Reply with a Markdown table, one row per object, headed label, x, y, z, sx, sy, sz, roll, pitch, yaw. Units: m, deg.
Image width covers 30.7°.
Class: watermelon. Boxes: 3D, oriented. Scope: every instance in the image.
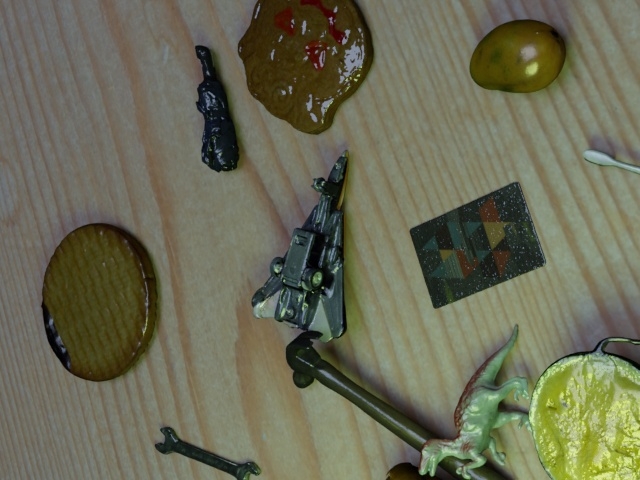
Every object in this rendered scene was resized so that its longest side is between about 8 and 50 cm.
| label | x | y | z | sx | sy | sz | roll | pitch | yaw |
| --- | --- | --- | --- | --- | --- | --- | --- | --- | --- |
| watermelon | 0.403 | 0.250 | 1.631 | 0.204 | 0.127 | 0.232 | -8 | 85 | 36 |

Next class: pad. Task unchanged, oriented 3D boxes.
| label | x | y | z | sx | sy | sz | roll | pitch | yaw |
| --- | --- | --- | --- | --- | --- | --- | --- | --- | --- |
| pad | 0.243 | 0.009 | 1.839 | 0.211 | 0.003 | 0.143 | -26 | 73 | 32 |

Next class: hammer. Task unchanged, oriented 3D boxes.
| label | x | y | z | sx | sy | sz | roll | pitch | yaw |
| --- | --- | --- | --- | --- | --- | --- | --- | --- | --- |
| hammer | 0.118 | 0.286 | 1.865 | 0.440 | 0.044 | 0.168 | 32 | 151 | 25 |

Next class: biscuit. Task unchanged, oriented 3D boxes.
| label | x | y | z | sx | sy | sz | roll | pitch | yaw |
| --- | --- | --- | --- | --- | --- | --- | --- | --- | --- |
| biscuit | -0.441 | 0.122 | 2.317 | 0.318 | 0.040 | 0.318 | -1 | 88 | 36 |
| biscuit | -0.034 | -0.336 | 2.037 | 0.273 | 0.049 | 0.257 | 49 | 115 | 29 |

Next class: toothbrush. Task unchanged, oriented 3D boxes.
| label | x | y | z | sx | sy | sz | roll | pitch | yaw |
| --- | --- | --- | --- | --- | --- | --- | --- | --- | --- |
| toothbrush | 0.503 | -0.082 | 1.644 | 0.288 | 0.024 | 0.021 | 22 | 103 | 33 |

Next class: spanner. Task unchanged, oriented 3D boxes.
| label | x | y | z | sx | sy | sz | roll | pitch | yaw |
| --- | --- | --- | --- | --- | --- | --- | --- | --- | --- |
| spanner | -0.210 | 0.400 | 2.147 | 0.254 | 0.015 | 0.054 | 13 | 95 | 36 |

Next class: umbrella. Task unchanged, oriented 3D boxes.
| label | x | y | z | sx | sy | sz | roll | pitch | yaw |
| --- | --- | --- | --- | --- | --- | --- | --- | --- | --- |
| umbrella | -0.195 | -0.246 | 2.139 | 0.071 | 0.071 | 0.248 | -16 | 77 | 35 |

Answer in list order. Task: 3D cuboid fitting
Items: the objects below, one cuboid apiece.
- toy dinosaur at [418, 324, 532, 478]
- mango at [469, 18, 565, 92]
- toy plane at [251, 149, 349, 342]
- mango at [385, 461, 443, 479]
| label | x | y | z | sx | sy | sz | roll | pitch | yaw |
| --- | --- | --- | --- | --- | --- | --- | --- | --- | --- |
| toy dinosaur | 0.243 | 0.243 | 1.769 | 0.167 | 0.053 | 0.242 | 5 | 80 | 13 |
| mango | 0.294 | -0.279 | 1.765 | 0.163 | 0.089 | 0.111 | 16 | 98 | 44 |
| toy plane | -0.008 | -0.001 | 1.963 | 0.204 | 0.103 | 0.316 | 17 | 98 | 37 |
| mango | 0.172 | 0.433 | 1.785 | 0.136 | 0.166 | 0.236 | -32 | 36 | -14 |
